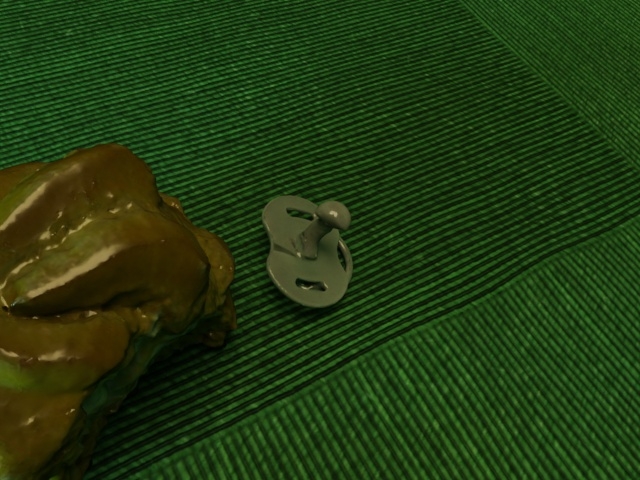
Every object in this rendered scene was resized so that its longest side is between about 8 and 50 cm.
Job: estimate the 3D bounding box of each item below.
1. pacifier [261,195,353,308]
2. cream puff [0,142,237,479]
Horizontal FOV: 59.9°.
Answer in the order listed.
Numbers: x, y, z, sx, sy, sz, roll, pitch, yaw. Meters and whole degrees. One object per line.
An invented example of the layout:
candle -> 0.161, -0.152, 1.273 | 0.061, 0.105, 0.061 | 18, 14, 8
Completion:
pacifier -> 0.000, 0.000, 0.632 | 0.126, 0.116, 0.150 | 19, 47, -27
cream puff -> -0.233, 0.037, 0.480 | 0.274, 0.270, 0.323 | 29, 55, 17
